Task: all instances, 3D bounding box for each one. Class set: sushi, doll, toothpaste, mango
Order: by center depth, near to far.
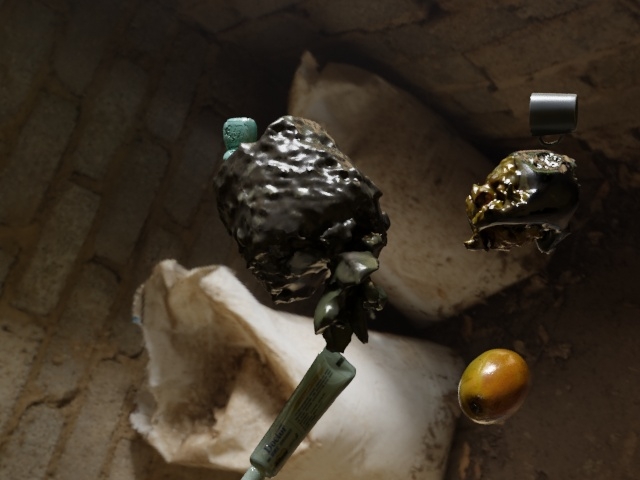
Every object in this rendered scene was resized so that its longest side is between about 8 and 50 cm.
[{"bbox_3d":[-0.034,0.260,1.040,0.255,0.067,0.037,-50,2,-34],"label":"toothpaste"},{"bbox_3d":[-0.128,-0.108,1.225,0.059,0.159,0.158,3,59,17],"label":"doll"},{"bbox_3d":[0.319,0.260,1.302,0.113,0.253,0.138,33,98,19],"label":"mango"},{"bbox_3d":[0.381,-0.070,1.399,0.213,0.204,0.200,-91,9,-53],"label":"sushi"}]

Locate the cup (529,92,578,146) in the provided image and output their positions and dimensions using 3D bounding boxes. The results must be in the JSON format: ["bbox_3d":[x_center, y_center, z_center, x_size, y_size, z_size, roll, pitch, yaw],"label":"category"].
[{"bbox_3d":[0.421,-0.216,1.295,0.077,0.100,0.078,3,34,23],"label":"cup"}]

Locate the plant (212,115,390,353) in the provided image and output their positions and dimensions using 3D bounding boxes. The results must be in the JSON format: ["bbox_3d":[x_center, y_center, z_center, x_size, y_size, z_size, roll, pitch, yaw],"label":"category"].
[{"bbox_3d":[0.000,0.000,0.999,0.213,0.215,0.312,-35,61,-6],"label":"plant"}]
